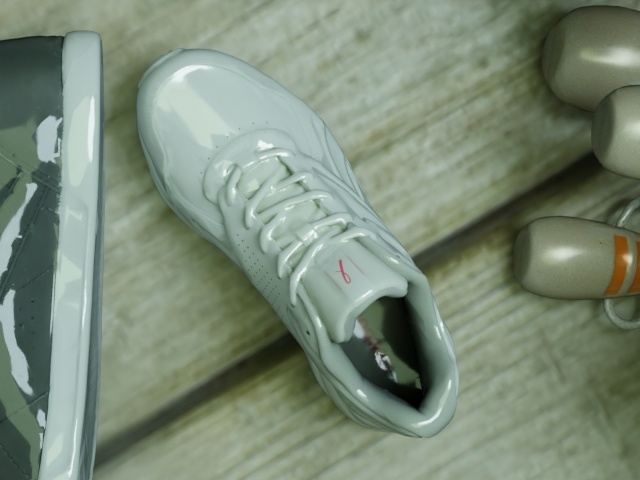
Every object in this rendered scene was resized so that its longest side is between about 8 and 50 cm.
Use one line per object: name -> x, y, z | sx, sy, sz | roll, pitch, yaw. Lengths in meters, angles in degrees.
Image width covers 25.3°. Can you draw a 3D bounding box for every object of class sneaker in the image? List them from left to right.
sneaker -> -0.179, 0.047, 0.671 | 0.147, 0.104, 0.296 | 2, 90, -6
sneaker -> 0.000, 0.000, 0.686 | 0.090, 0.115, 0.232 | -41, 100, -5

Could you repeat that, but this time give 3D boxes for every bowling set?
bowling set -> 0.206, -0.083, 0.683 | 0.154, 0.200, 0.287 | 6, 97, -12
